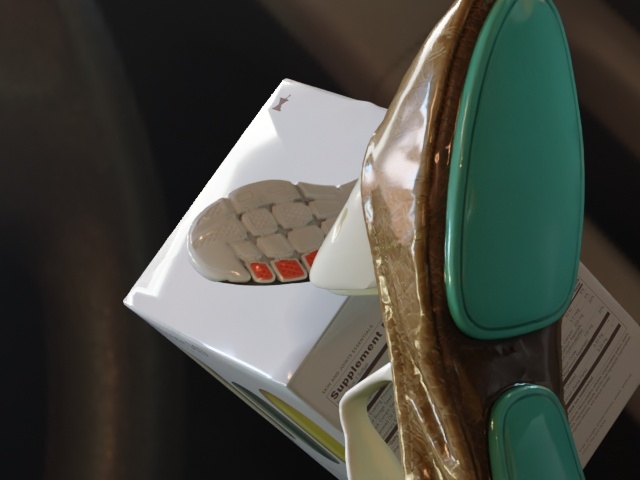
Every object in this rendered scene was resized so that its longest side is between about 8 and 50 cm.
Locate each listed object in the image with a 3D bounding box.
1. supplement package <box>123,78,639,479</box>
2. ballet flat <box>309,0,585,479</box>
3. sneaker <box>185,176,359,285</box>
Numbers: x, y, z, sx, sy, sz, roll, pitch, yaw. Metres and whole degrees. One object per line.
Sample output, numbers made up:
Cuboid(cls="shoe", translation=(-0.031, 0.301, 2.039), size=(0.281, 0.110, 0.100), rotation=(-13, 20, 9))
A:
Cuboid(cls="supplement package", translation=(0.052, 0.058, 1.341), size=(0.199, 0.263, 0.198), rotation=(22, 73, 51))
Cuboid(cls="ballet flat", translation=(0.059, 0.054, 0.898), size=(0.124, 0.342, 0.116), rotation=(-6, 1, 41))
Cuboid(cls="sneaker", translation=(0.000, 0.000, 1.077), size=(0.158, 0.065, 0.061), rotation=(-12, 69, -19))
